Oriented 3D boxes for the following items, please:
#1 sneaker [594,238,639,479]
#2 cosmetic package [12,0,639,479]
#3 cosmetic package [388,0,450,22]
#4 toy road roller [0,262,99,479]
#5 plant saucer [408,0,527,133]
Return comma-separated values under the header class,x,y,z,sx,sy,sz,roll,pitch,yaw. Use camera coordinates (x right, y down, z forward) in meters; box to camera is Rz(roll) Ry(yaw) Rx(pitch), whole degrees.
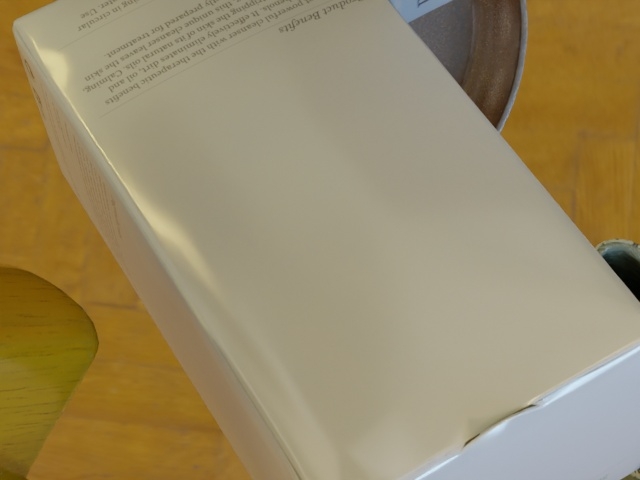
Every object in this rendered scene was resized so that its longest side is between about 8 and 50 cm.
class,x,y,z,sx,sy,sz,roll,pitch,yaw
sneaker,0.226,0.068,1.245,0.158,0.410,0.182,-13,113,-13
cosmetic package,0.000,0.000,0.933,0.197,0.155,0.365,-26,59,-12
cosmetic package,0.196,-0.318,0.913,0.453,0.230,0.161,-27,73,-2
toy road roller,-0.247,0.083,0.760,0.329,0.202,0.240,37,104,23
plant saucer,-0.011,-0.147,1.192,0.311,0.050,0.310,-1,102,-6
